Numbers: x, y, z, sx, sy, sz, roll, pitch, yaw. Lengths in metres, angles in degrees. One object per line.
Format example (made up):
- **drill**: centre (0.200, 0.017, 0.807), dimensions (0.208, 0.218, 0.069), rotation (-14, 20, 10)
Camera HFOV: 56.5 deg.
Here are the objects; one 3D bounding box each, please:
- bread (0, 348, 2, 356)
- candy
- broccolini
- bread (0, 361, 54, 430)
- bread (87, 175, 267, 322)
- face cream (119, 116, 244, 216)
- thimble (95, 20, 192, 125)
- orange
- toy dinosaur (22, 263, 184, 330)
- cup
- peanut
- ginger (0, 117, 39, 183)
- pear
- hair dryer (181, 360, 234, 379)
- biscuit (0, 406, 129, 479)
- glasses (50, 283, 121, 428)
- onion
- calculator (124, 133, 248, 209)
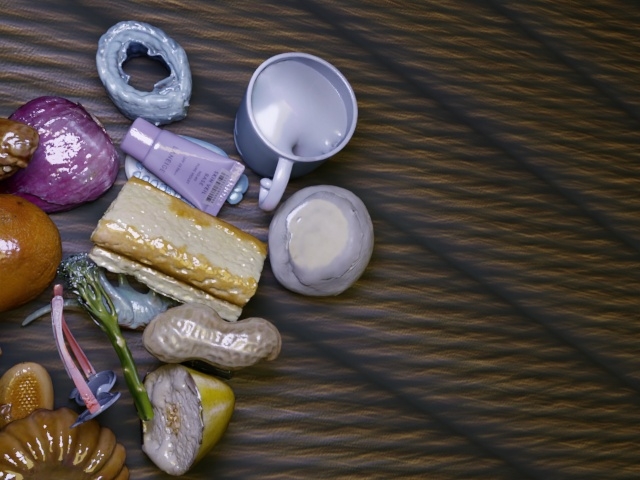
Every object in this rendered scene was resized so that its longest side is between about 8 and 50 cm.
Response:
- **bread**: centre (-0.848, 0.255, 1.192), dimensions (0.328, 0.148, 0.337), rotation (30, 92, -8)
- **candy**: centre (0.000, 0.000, 1.498), dimensions (0.296, 0.185, 0.295), rotation (-1, 95, -16)
- **broccolini**: centre (-0.461, 0.214, 1.278), dimensions (0.079, 0.074, 0.391), rotation (-26, 101, -39)
- **bread**: centre (-0.643, 0.355, 1.297), dimensions (0.114, 0.077, 0.189), rotation (-2, 95, -36)
- **bread**: centre (-0.320, 0.014, 1.381), dimensions (0.376, 0.165, 0.236), rotation (26, 35, -16)
- **face cream**: centre (-0.336, -0.183, 1.426), dimensions (0.274, 0.096, 0.154), rotation (31, 92, -14)
- **thimble**: centre (-0.416, -0.391, 1.433), dimensions (0.250, 0.172, 0.205), rotation (46, 76, -4)
- **orange**: centre (-0.680, 0.030, 1.240), dimensions (0.264, 0.264, 0.264), rotation (3, 81, -17)
- **toy dinosaur**: centre (-0.479, 0.128, 1.379), dimensions (0.393, 0.092, 0.205), rotation (-20, 94, -28)
- **cup**: centre (-0.089, -0.237, 1.456), dimensions (0.260, 0.274, 0.356), rotation (17, 78, -14)
- **peanut**: centre (-0.233, 0.211, 1.305), dimensions (0.299, 0.120, 0.136), rotation (11, 91, -9)
- **ginger**: centre (-0.720, -0.168, 1.210), dimensions (0.172, 0.321, 0.165), rotation (-51, 134, -49)
- **pear**: centre (-0.281, 0.397, 1.352), dimensions (0.178, 0.267, 0.266), rotation (10, 78, -46)
- **hair dryer**: centre (-0.259, 0.216, 1.428), dimensions (0.173, 0.050, 0.194), rotation (19, 71, 8)
- **biscuit**: centre (-0.568, 0.519, 1.253), dimensions (0.326, 0.107, 0.325), rotation (-1, 92, -25)
- **glasses**: centre (-0.528, 0.239, 1.246), dimensions (0.118, 0.234, 0.268), rotation (-29, 105, -16)
- **onion**: centre (-0.633, -0.176, 1.336), dimensions (0.349, 0.159, 0.267), rotation (-43, 93, -19)
- **calculator**: centre (-0.332, -0.164, 1.490), dimensions (0.303, 0.042, 0.188), rotation (18, 76, -14)
